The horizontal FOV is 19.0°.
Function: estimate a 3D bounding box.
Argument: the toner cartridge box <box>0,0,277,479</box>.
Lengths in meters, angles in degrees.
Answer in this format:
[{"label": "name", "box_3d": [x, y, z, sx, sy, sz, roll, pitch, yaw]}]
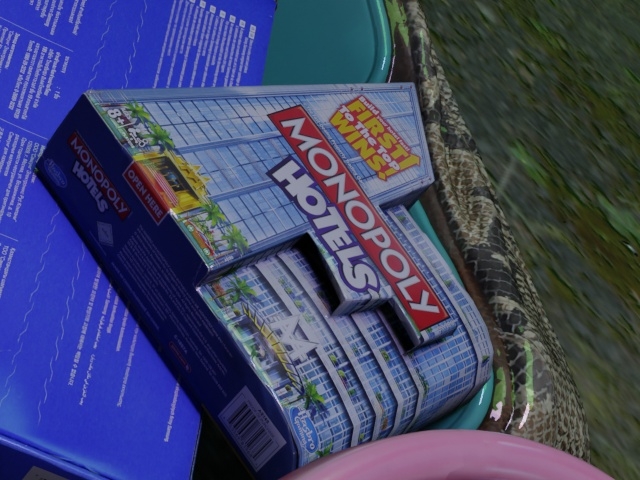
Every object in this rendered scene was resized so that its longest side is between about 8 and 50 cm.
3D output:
[{"label": "toner cartridge box", "box_3d": [-0.126, -0.021, 0.923, 0.165, 0.075, 0.348, 27, 44, -18]}]

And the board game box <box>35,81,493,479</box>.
[{"label": "board game box", "box_3d": [0.000, 0.000, 0.898, 0.194, 0.060, 0.194, -23, 71, -45]}]

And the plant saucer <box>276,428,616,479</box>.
[{"label": "plant saucer", "box_3d": [0.040, 0.236, 0.682, 0.332, 0.084, 0.332, 11, 72, -36]}]

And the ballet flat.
[{"label": "ballet flat", "box_3d": [0.033, -0.028, 1.120, 0.182, 0.164, 0.483, 34, 28, -51]}]
